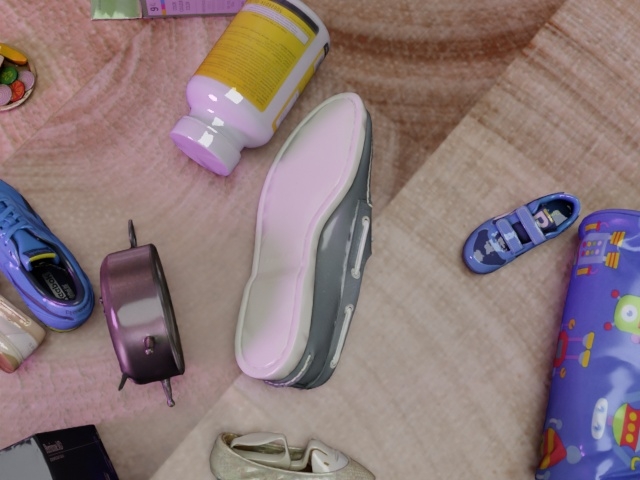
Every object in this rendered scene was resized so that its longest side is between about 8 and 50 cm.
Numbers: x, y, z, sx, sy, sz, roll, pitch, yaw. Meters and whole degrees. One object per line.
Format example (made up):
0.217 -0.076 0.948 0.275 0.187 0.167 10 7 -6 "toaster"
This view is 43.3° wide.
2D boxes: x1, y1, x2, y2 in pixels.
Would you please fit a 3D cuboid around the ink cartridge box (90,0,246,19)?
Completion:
-0.151 -0.307 0.883 0.209 0.062 0.109 -4 80 -7 "ink cartridge box"

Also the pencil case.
0.308 0.123 0.822 0.133 0.119 0.306 10 77 13 "pencil case"

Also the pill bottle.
-0.076 -0.163 0.843 0.103 0.103 0.184 32 77 0 "pill bottle"

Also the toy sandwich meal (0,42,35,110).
-0.345 -0.177 0.851 0.085 0.029 0.086 1 79 -6 "toy sandwich meal"

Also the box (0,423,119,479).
-0.213 0.257 0.663 0.103 0.261 0.184 -28 84 -11 "box"

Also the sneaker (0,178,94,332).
-0.294 -0.004 0.790 0.069 0.082 0.209 -38 85 -29 "sneaker"

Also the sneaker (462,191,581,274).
0.218 -0.013 0.870 0.144 0.059 0.053 -30 86 -10 "sneaker"

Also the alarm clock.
-0.177 0.057 0.783 0.064 0.129 0.192 -11 52 -6 "alarm clock"

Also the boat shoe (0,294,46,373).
-0.342 0.055 0.796 0.170 0.063 0.059 44 54 4 "boat shoe"

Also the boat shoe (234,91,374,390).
0.000 0.000 0.841 0.099 0.116 0.320 34 63 -44 "boat shoe"

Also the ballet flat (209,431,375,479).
-0.025 0.218 0.793 0.168 0.057 0.053 6 107 -6 "ballet flat"
